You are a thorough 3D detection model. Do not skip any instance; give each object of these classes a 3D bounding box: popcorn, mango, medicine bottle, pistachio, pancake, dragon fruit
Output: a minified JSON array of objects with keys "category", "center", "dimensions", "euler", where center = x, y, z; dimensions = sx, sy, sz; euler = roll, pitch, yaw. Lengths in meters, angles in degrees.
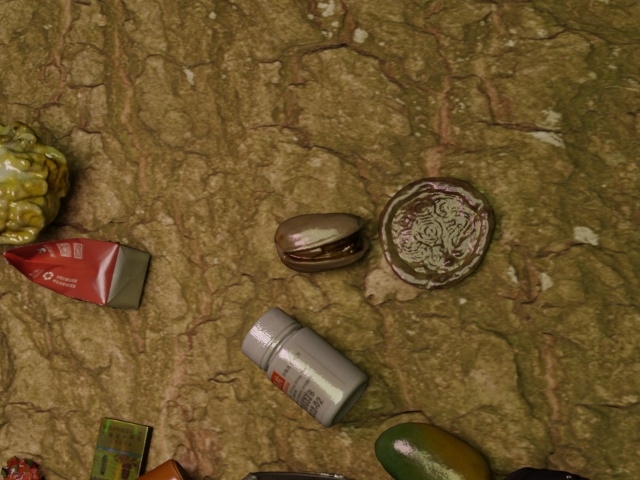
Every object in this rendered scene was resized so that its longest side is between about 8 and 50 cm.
[{"category":"popcorn","center":[-0.751,-0.119,1.825],"dimensions":[0.312,0.312,0.312],"euler":[-3,79,15]},{"category":"mango","center":[0.226,0.449,1.559],"dimensions":[0.251,0.114,0.156],"euler":[34,98,28]},{"category":"medicine bottle","center":[-0.034,0.259,1.645],"dimensions":[0.252,0.144,0.144],"euler":[40,92,17]},{"category":"pistachio","center":[0.000,0.000,1.701],"dimensions":[0.206,0.131,0.129],"euler":[-8,123,9]},{"category":"pancake","center":[0.240,-0.020,1.678],"dimensions":[0.250,0.031,0.250],"euler":[-3,80,16]},{"category":"dragon fruit","center":[-0.685,0.538,1.805],"dimensions":[0.116,0.086,0.081],"euler":[30,127,26]}]

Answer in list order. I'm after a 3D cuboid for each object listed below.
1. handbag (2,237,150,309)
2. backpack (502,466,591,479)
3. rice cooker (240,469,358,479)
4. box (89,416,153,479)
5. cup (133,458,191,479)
[{"category":"handbag","center":[-0.563,0.059,1.812],"dimensions":[0.298,0.171,0.151],"euler":[11,84,16]},{"category":"backpack","center":[0.356,0.607,1.396],"dimensions":[0.363,0.255,0.445],"euler":[40,84,-16]},{"category":"rice cooker","center":[-0.021,0.614,1.485],"dimensions":[0.335,0.335,0.325],"euler":[3,80,16]},{"category":"box","center":[-0.452,0.504,1.773],"dimensions":[0.122,0.030,0.193],"euler":[7,81,17]},{"category":"cup","center":[-0.378,0.590,1.632],"dimensions":[0.264,0.226,0.182],"euler":[-33,114,-9]}]
